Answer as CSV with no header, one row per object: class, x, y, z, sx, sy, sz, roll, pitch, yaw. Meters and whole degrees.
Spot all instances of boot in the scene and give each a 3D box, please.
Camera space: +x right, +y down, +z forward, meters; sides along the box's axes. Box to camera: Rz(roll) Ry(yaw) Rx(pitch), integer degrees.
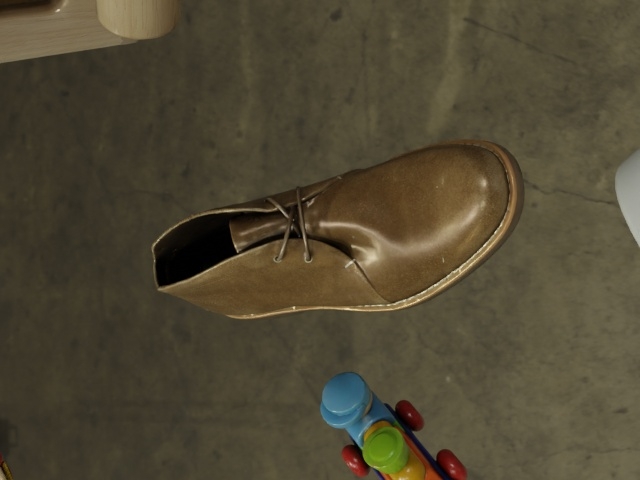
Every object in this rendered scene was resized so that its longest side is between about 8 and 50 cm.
boot,0.000,0.000,0.661,0.305,0.115,0.112,-19,71,34

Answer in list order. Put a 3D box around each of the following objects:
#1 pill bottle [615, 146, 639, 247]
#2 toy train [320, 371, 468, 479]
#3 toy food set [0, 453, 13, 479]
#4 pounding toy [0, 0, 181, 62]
pill bottle,0.338,-0.098,0.368,0.407,0.229,0.229,-45,59,33
toy train,0.095,0.252,0.958,0.105,0.143,0.248,-40,44,-3
toy food set,-0.296,0.212,0.791,0.083,0.020,0.082,-18,96,43
pounding toy,-0.124,-0.128,0.410,0.206,0.181,0.094,48,142,36
